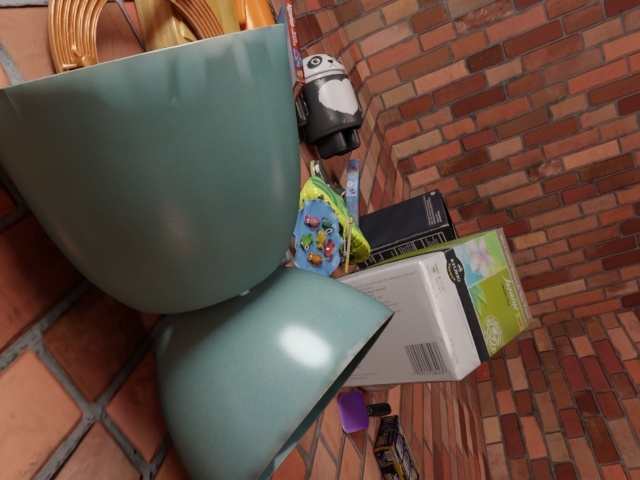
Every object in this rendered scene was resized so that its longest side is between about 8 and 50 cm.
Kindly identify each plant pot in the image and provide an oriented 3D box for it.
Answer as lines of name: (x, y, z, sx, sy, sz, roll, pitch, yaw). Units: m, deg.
plant pot: (-0.153, -0.068, 0.524, 0.293, 0.293, 0.235, -67, 147, -62)
plant pot: (-0.078, 0.140, 0.597, 0.195, 0.290, 0.290, 37, 14, 14)

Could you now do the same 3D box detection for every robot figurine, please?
robot figurine: (-0.165, -0.471, 1.058, 0.158, 0.128, 0.219, -32, 103, -57)
robot figurine: (0.017, -0.372, 1.396, 0.209, 0.174, 0.278, -29, 101, -78)

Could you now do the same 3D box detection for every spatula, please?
spatula: (0.113, 0.397, 1.181, 0.296, 0.030, 0.084, 33, 40, -61)

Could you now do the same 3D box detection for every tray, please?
tray: (-0.246, -0.491, 0.883, 0.203, 0.076, 0.410, -5, 79, -64)

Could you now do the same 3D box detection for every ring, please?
ring: (-0.218, -0.248, 0.720, 0.337, 0.032, 0.336, 13, 75, -58)

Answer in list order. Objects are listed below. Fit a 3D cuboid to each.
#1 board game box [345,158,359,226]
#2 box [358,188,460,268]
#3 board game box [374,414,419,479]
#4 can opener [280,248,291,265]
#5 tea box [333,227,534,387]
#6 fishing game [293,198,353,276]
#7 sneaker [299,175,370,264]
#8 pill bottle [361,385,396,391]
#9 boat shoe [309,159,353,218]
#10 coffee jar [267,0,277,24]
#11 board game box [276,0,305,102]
board game box: (0.100, -0.125, 1.526, 0.211, 0.039, 0.160, -83, 171, -53)
box: (0.289, 0.034, 1.590, 0.296, 0.294, 0.182, 56, 22, -38)
board game box: (0.190, 0.542, 1.236, 0.141, 0.048, 0.170, -44, 114, -71)
can opener: (-0.106, -0.086, 0.946, 0.074, 0.093, 0.280, -11, 88, -72)
tea box: (0.197, 0.138, 1.043, 0.324, 0.329, 0.220, -18, 88, -43)
fishing game: (0.000, 0.000, 1.103, 0.264, 0.041, 0.189, 23, 71, -51)
sneaker: (0.047, -0.049, 1.286, 0.295, 0.109, 0.123, 56, 29, -38)
pill bottle: (0.136, 0.270, 1.248, 0.103, 0.103, 0.184, 50, 29, -47)
boat shoe: (0.038, -0.121, 1.379, 0.223, 0.073, 0.080, 70, 19, -6)
coffee jar: (-0.140, -0.488, 1.218, 0.096, 0.079, 0.184, 26, 49, -64)
board game box: (-0.088, -0.453, 1.268, 0.027, 0.145, 0.281, 4, 61, -23)
